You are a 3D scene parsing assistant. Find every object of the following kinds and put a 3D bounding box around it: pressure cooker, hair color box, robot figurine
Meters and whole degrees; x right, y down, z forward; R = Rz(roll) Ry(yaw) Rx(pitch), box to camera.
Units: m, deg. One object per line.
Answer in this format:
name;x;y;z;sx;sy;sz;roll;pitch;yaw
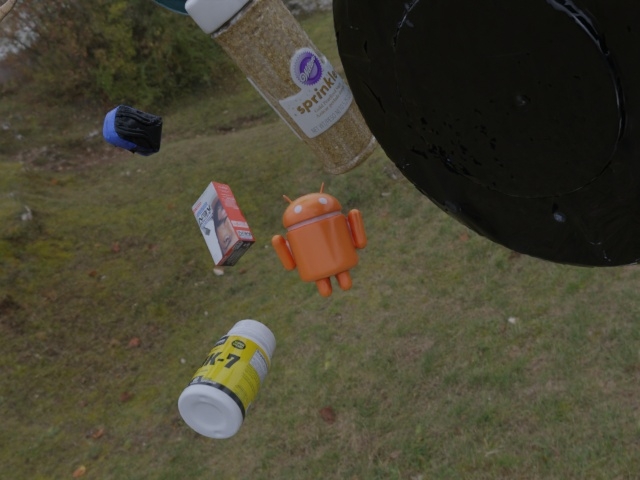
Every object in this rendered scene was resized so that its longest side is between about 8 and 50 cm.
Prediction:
pressure cooker;0.264;-0.232;0.418;0.420;0.375;0.370;-42;67;-17
hair color box;-0.216;-0.036;1.050;0.093;0.053;0.167;-46;60;27
robot figurine;-0.002;0.001;0.956;0.158;0.219;0.128;-18;0;40

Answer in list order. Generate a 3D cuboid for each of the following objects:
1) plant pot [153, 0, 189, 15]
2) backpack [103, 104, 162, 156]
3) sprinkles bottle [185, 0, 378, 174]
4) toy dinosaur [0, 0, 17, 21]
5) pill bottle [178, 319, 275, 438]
plant pot;-0.333;-0.713;1.113;0.293;0.293;0.196;6;68;45
backpack;-0.455;-0.257;1.138;0.101;0.120;0.098;-11;74;35
sprinkles bottle;-0.045;-0.264;0.760;0.121;0.355;0.121;-30;35;23
toy dinosaur;-0.430;-0.234;0.577;0.112;0.064;0.211;37;84;32
pill bottle;-0.165;0.251;0.896;0.119;0.119;0.208;-12;23;22
